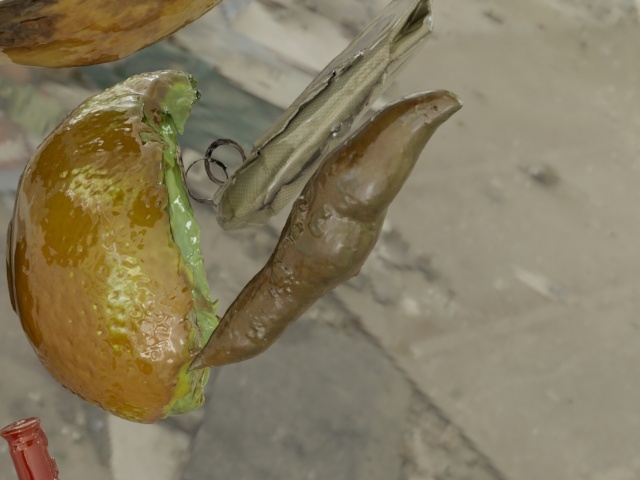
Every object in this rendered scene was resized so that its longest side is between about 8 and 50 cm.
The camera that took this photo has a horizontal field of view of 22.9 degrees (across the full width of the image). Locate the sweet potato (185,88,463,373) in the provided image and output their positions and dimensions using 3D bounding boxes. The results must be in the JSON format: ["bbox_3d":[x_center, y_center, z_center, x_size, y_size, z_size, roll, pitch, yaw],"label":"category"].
[{"bbox_3d":[0.000,0.000,1.045,0.067,0.274,0.067,31,25,-17],"label":"sweet potato"}]

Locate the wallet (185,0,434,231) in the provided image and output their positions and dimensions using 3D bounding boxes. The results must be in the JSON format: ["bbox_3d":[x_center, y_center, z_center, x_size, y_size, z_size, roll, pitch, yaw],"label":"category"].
[{"bbox_3d":[-0.006,-0.129,1.540,0.068,0.335,0.275,43,8,-13],"label":"wallet"}]

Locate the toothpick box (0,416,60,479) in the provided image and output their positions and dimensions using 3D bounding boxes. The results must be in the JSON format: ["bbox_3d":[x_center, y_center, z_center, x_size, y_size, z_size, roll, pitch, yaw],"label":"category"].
[{"bbox_3d":[-0.296,0.224,1.620,0.047,0.047,0.083,-27,102,-53],"label":"toothpick box"}]

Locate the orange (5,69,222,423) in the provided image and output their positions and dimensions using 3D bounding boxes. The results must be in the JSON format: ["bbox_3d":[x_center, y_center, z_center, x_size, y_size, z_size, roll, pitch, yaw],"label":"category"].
[{"bbox_3d":[-0.167,-0.002,1.365,0.196,0.262,0.334,11,34,0],"label":"orange"}]

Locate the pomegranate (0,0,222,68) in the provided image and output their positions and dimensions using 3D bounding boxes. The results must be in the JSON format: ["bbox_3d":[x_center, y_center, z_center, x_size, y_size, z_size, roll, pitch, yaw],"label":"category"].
[{"bbox_3d":[-0.153,-0.248,0.903,0.322,0.322,0.322,19,32,-13],"label":"pomegranate"}]
